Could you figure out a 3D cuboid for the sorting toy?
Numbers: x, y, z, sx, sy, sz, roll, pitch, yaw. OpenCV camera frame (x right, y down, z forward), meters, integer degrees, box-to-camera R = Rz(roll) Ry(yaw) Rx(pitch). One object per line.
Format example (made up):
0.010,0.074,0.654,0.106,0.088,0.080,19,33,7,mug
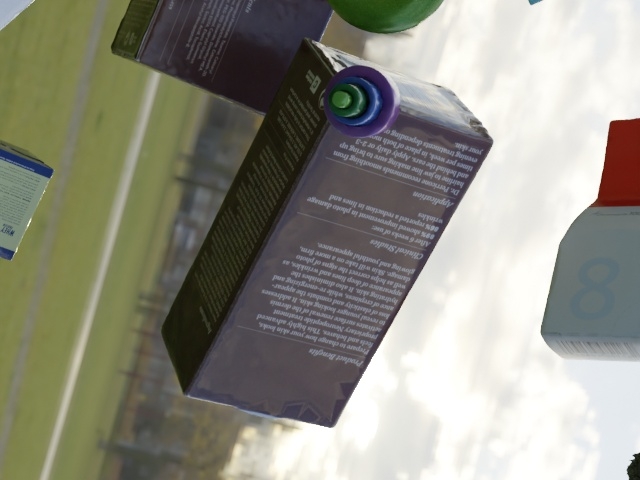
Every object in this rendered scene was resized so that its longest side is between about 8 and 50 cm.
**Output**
0.050,-0.270,1.335,0.126,0.127,0.366,-17,117,-76,sorting toy

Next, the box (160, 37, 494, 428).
0.000,0.000,1.631,0.381,0.191,0.143,-62,-150,20,box

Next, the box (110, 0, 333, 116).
-0.122,-0.262,1.888,0.167,0.203,0.168,-67,-160,2,box

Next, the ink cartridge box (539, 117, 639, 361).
0.479,-0.024,2.049,0.091,0.308,0.385,43,54,-48,ink cartridge box

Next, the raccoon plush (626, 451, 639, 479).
0.450,0.354,1.842,0.216,0.299,0.446,-41,159,19,raccoon plush

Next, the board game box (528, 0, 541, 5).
0.329,-0.326,1.386,0.253,0.079,0.336,-22,-172,30,board game box

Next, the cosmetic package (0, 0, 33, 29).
-0.444,-0.259,1.006,0.327,0.393,0.329,-45,144,-18,cosmetic package

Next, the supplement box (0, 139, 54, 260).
-0.276,-0.041,1.246,0.056,0.083,0.083,32,-82,53,supplement box
